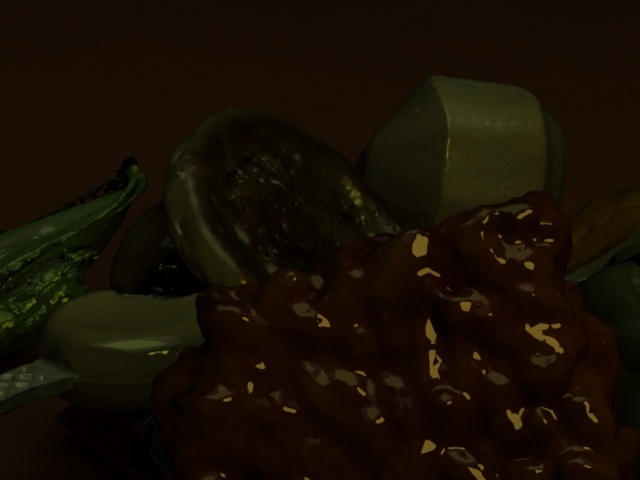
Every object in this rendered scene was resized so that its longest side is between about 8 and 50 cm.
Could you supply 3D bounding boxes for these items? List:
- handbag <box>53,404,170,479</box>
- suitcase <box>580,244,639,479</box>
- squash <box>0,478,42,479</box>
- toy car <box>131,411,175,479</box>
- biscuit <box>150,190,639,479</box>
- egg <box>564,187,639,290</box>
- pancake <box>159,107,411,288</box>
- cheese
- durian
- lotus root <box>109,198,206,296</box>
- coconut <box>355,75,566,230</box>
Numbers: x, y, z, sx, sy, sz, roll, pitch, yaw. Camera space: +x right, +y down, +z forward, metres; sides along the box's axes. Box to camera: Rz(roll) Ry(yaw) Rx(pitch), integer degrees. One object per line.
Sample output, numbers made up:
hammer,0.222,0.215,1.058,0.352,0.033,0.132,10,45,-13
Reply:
handbag,-0.104,0.139,1.568,0.212,0.059,0.157,-14,28,-42
suitcase,0.321,0.131,1.250,0.351,0.339,0.194,22,28,40
squash,-0.252,0.210,1.359,0.201,0.066,0.066,3,20,9
toy car,0.009,0.132,1.399,0.198,0.166,0.314,37,33,19
biscuit,0.059,0.150,1.197,0.318,0.312,0.110,-17,-6,3
egg,0.243,0.079,1.616,0.264,0.174,0.286,-29,10,10
pancake,-0.001,0.001,1.712,0.356,0.065,0.356,35,25,-18
cheese,-0.171,0.102,1.469,0.163,0.071,0.249,9,21,23
durian,-0.297,0.050,1.695,0.375,0.106,0.132,-37,34,-25
lotus root,-0.110,0.024,1.756,0.160,0.146,0.284,-4,15,15
coconut,0.147,-0.077,1.984,0.222,0.202,0.202,3,20,-15
